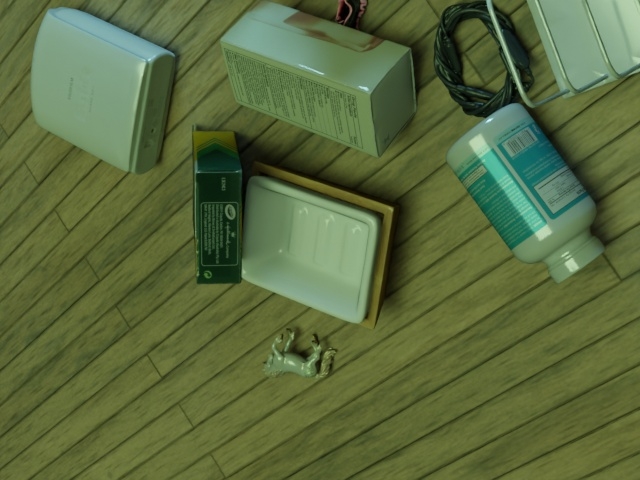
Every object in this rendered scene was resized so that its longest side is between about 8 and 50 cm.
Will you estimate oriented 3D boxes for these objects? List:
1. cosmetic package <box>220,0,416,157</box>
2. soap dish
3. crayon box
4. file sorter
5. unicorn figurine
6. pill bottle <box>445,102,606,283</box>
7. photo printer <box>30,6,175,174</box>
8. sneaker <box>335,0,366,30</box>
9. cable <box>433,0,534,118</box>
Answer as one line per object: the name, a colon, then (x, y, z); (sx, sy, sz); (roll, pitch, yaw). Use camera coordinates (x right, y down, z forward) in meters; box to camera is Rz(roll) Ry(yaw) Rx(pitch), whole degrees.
cosmetic package: (-0.002, -0.270, 1.791); (0.296, 0.129, 0.153); (25, 148, 25)
soap dish: (0.000, 0.000, 1.918); (0.290, 0.118, 0.229); (20, 116, 28)
crayon box: (-0.188, -0.074, 1.960); (0.083, 0.323, 0.203); (-1, 110, -8)
file sorter: (0.402, -0.318, 1.504); (0.277, 0.173, 0.193); (-18, 95, 36)
unicorn figurine: (-0.055, 0.224, 2.067); (0.161, 0.060, 0.111); (21, 116, 28)
pill bottle: (0.320, -0.067, 1.661); (0.146, 0.146, 0.264); (-39, 82, 36)
photo printer: (-0.438, -0.301, 2.120); (0.307, 0.107, 0.256); (28, 119, 24)
sneaker: (0.041, -0.355, 1.809); (0.047, 0.057, 0.119); (18, 117, 26)
cable: (0.246, -0.285, 1.706); (0.150, 0.047, 0.185); (-40, 80, 43)
